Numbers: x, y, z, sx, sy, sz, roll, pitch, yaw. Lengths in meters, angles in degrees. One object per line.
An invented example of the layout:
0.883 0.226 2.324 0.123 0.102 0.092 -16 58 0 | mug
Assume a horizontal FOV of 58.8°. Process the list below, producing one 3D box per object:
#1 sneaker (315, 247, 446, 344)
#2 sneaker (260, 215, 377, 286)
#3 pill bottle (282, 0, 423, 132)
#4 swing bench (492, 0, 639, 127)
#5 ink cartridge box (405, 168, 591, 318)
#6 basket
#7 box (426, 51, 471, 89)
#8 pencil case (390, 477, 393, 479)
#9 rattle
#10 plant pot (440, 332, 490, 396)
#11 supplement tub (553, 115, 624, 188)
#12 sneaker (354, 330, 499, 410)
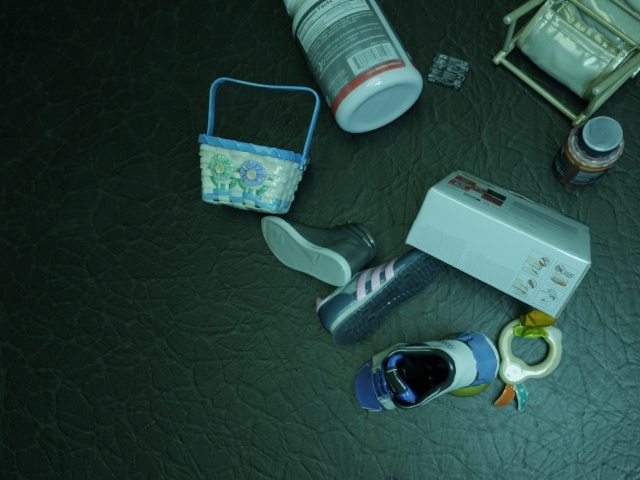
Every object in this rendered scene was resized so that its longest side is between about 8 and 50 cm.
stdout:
0.126 0.081 1.221 0.319 0.112 0.131 -35 45 -8 | sneaker
0.000 0.000 1.271 0.147 0.104 0.296 -28 38 -36 | sneaker
0.062 -0.445 1.285 0.210 0.210 0.362 -26 74 5 | pill bottle
0.558 -0.431 1.210 0.255 0.165 0.253 -41 73 -5 | swing bench
0.369 -0.014 1.150 0.310 0.272 0.130 28 116 16 | ink cartridge box
-0.141 -0.211 1.280 0.255 0.201 0.288 9 90 14 | basket
0.299 -0.395 1.325 0.083 0.018 0.067 22 83 15 | box
0.207 0.528 1.127 0.152 0.064 0.070 10 97 13 | pencil case
0.408 0.241 1.112 0.130 0.143 0.199 33 80 -3 | rattle
0.289 0.252 1.151 0.135 0.095 0.134 -2 78 10 | plant pot
0.538 -0.178 1.138 0.106 0.198 0.105 -2 79 11 | supplement tub
0.156 0.250 1.074 0.316 0.182 0.127 -29 68 42 | sneaker
